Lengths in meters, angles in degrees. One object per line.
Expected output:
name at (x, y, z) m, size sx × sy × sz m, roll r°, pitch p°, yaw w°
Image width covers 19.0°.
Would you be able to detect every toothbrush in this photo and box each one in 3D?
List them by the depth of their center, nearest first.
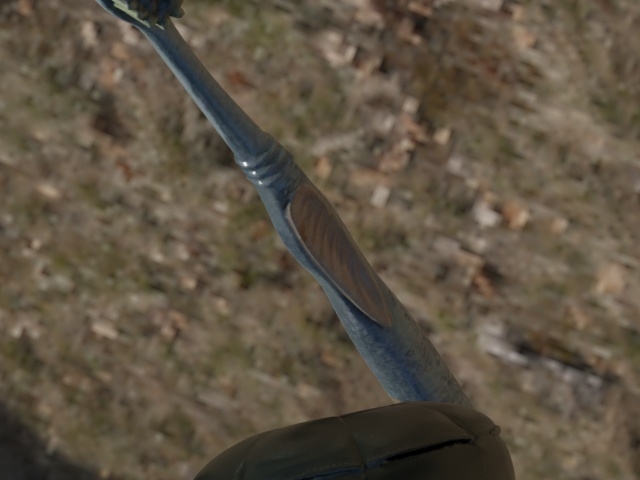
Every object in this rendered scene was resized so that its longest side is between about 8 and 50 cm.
toothbrush at (0.000, 0.000, 0.774) m, size 0.037 × 0.028 × 0.375 m, roll 30°, pitch 161°, yaw 48°

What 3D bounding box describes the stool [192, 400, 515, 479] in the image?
stool at (0.016, 0.103, 0.536) m, size 0.096 × 0.110 × 0.096 m, roll -14°, pitch 169°, yaw -3°
